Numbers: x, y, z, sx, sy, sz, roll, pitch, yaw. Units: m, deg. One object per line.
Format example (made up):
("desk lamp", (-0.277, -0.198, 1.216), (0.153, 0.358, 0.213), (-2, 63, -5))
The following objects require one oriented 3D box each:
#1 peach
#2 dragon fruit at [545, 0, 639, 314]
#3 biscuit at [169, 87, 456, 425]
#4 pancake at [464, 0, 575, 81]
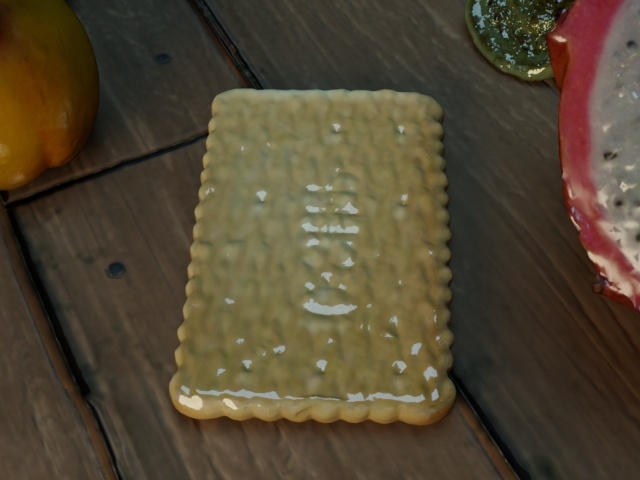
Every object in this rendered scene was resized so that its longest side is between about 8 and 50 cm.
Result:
("peach", (-0.207, -0.098, 0.689), (0.138, 0.138, 0.138), (-1, 51, 1))
("dragon fruit", (0.277, -0.065, 0.584), (0.306, 0.226, 0.305), (-1, 88, 23))
("biscuit", (0.000, 0.001, 0.667), (0.160, 0.030, 0.249), (1, 51, 1))
("pancake", (0.152, -0.165, 0.779), (0.108, 0.017, 0.108), (-7, 71, 21))
